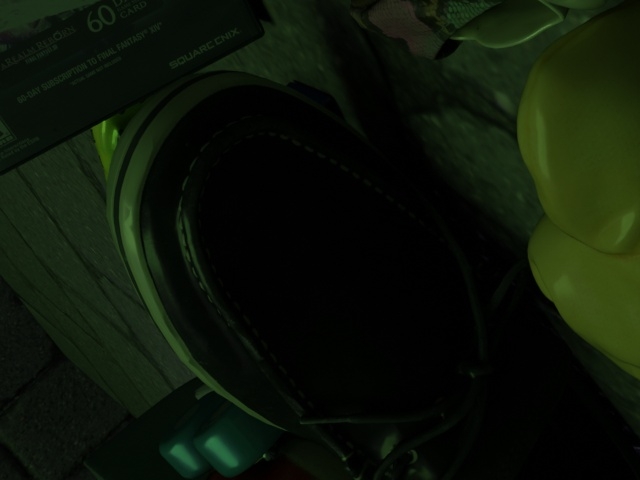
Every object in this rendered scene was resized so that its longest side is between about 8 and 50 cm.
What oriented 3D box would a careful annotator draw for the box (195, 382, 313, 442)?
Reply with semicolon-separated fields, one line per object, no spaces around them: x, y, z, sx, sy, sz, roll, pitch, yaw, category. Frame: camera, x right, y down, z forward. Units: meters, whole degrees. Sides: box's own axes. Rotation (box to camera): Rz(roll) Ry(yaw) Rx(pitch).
0.046;0.170;1.057;0.262;0.127;0.231;46;155;-3;box

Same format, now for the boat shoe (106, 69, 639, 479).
0.068;0.085;0.775;0.156;0.187;0.500;12;149;53;boat shoe

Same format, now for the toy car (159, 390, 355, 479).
-0.070;0.268;0.954;0.219;0.238;0.210;47;157;-6;toy car

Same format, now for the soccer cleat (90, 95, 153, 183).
-0.160;-0.092;1.039;0.121;0.093;0.289;42;164;19;soccer cleat

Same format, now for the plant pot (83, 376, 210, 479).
-0.057;0.261;1.351;0.247;0.252;0.248;52;162;-24;plant pot

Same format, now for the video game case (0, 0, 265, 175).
-0.170;-0.176;0.694;0.274;0.196;0.026;61;-179;-44;video game case

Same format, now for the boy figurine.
0.160;0.021;0.542;0.285;0.092;0.177;54;162;-26;boy figurine

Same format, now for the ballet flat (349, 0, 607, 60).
0.071;-0.114;0.487;0.079;0.077;0.221;29;171;-10;ballet flat

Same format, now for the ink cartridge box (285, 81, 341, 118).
0.000;0.000;0.863;0.046;0.097;0.207;27;155;43;ink cartridge box
